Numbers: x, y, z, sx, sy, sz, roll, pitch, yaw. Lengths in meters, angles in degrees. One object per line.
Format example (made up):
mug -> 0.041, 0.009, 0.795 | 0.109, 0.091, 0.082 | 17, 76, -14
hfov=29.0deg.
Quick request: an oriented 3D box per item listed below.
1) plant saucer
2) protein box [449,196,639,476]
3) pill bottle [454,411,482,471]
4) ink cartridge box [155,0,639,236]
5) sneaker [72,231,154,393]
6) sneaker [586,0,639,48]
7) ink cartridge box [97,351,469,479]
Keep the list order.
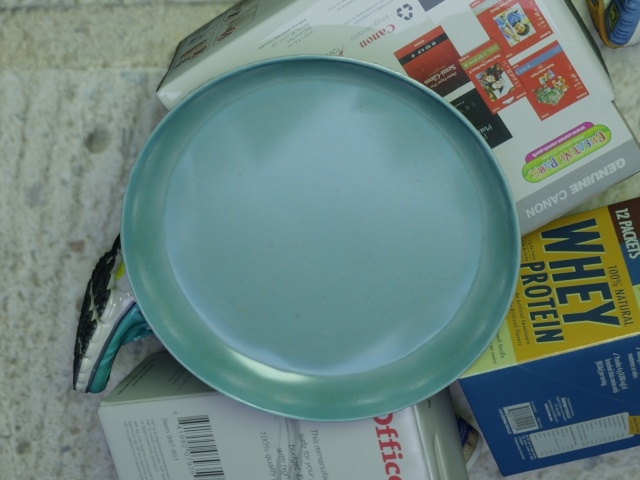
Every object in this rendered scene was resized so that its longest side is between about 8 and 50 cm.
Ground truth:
plant saucer -> 0.000, 0.000, 0.991 | 0.317, 0.044, 0.318 | 3, 115, 6
protein box -> 0.230, 0.091, 1.108 | 0.201, 0.136, 0.200 | -16, 141, 11
pill bottle -> 0.099, 0.185, 1.242 | 0.120, 0.067, 0.067 | 40, 114, -15
ink cartridge box -> 0.071, -0.116, 1.033 | 0.309, 0.130, 0.272 | -29, 113, 18
sneaker -> -0.152, 0.050, 1.160 | 0.110, 0.107, 0.275 | 26, 118, -22
sneaker -> 0.296, -0.258, 0.918 | 0.131, 0.112, 0.296 | -7, 157, -8
ink cartridge box -> -0.025, 0.215, 1.177 | 0.307, 0.129, 0.223 | -8, 107, 20
